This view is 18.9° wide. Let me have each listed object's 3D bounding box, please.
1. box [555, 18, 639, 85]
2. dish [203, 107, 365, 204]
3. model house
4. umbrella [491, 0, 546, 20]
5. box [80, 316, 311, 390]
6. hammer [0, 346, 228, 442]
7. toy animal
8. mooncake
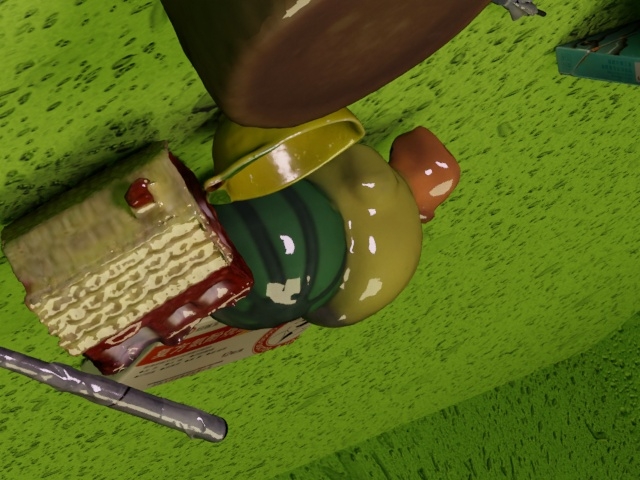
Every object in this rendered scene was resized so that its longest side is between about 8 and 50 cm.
[{"bbox_3d":[0.405,-0.217,2.220,0.162,0.041,0.229,-20,-160,-30],"label":"box"},{"bbox_3d":[-0.050,-0.107,1.912,0.207,0.080,0.149,-18,162,-40],"label":"dish"},{"bbox_3d":[-0.197,0.008,1.882,0.196,0.160,0.254,-29,163,0],"label":"model house"},{"bbox_3d":[0.185,-0.249,1.949,0.044,0.044,0.269,-64,157,11],"label":"umbrella"},{"bbox_3d":[-0.120,0.101,2.530,0.353,0.069,0.214,-17,162,-43],"label":"box"},{"bbox_3d":[-0.274,0.129,1.886,0.427,0.044,0.152,22,171,-25],"label":"hammer"},{"bbox_3d":[0.000,0.003,2.154,0.338,0.191,0.216,-15,161,-41],"label":"toy animal"},{"bbox_3d":[0.012,-0.223,1.480,0.284,0.155,0.284,-27,163,-9],"label":"mooncake"}]
